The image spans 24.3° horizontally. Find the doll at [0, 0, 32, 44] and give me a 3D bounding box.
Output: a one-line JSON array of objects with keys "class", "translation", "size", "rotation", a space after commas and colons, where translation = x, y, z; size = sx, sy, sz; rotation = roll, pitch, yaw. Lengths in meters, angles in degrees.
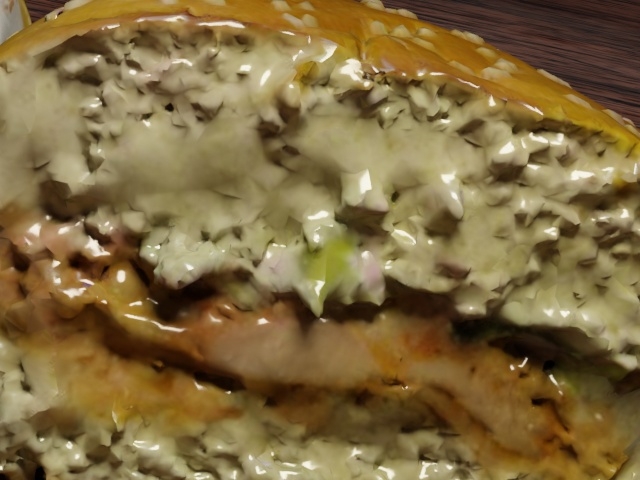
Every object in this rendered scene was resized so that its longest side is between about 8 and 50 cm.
[{"class": "doll", "translation": [-0.341, -0.137, 1.119], "size": [0.270, 0.162, 0.166], "rotation": [15, 54, -3]}]

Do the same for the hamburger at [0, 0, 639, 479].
[{"class": "hamburger", "translation": [0.000, 0.000, 0.814], "size": [0.446, 0.268, 0.287], "rotation": [10, 17, -12]}]
